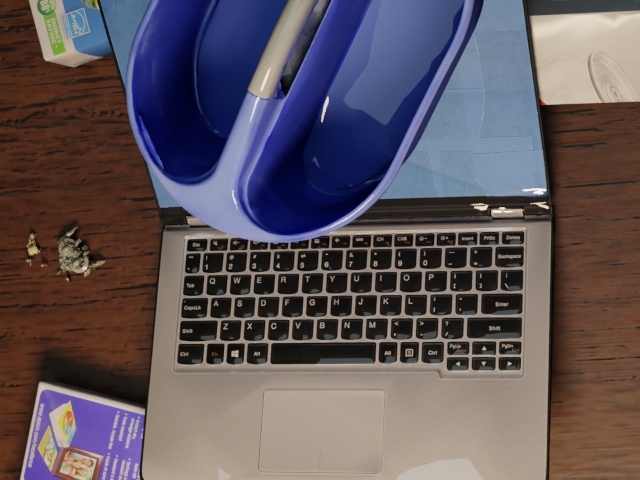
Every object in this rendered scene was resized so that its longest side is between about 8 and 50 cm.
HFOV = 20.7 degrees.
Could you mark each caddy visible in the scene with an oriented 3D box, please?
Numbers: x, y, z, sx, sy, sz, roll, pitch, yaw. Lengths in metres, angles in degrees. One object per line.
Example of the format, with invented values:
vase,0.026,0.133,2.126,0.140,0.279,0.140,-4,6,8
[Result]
caddy,-0.011,-0.166,1.408,0.241,0.179,0.341,28,106,8

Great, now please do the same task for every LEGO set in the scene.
LEGO set,-0.255,0.015,1.729,0.083,0.023,0.054,-8,90,15

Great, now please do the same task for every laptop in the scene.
laptop,0.000,0.000,1.540,0.382,0.236,0.407,-1,72,16

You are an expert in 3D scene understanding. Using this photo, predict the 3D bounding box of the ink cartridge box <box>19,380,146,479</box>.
ink cartridge box,-0.196,0.259,1.711,0.208,0.045,0.206,14,95,15

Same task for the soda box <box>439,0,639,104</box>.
soda box,0.171,-0.181,1.553,0.286,0.091,0.098,-1,129,15

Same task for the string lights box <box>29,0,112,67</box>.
string lights box,-0.149,-0.267,1.662,0.260,0.077,0.133,-17,86,15
